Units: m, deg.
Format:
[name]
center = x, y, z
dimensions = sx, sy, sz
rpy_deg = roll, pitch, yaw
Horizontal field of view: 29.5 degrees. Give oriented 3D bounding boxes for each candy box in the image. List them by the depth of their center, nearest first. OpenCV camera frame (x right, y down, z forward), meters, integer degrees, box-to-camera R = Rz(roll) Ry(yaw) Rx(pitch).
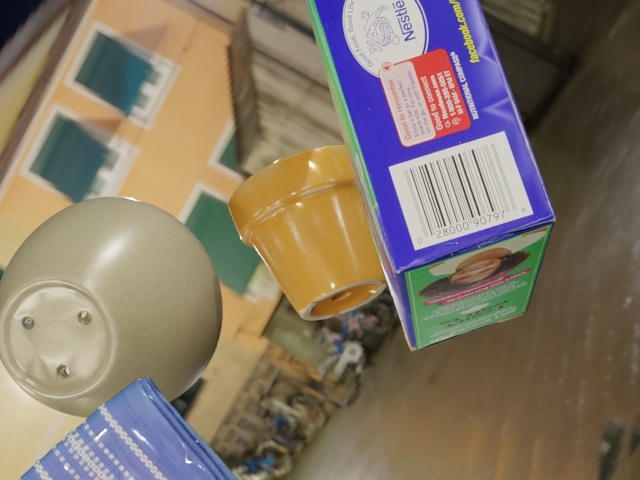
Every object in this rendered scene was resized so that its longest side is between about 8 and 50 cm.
[candy box]
center = 0.081, -0.078, 0.960
dimensions = 0.317, 0.122, 0.268
rpy_deg = 61, -168, -74

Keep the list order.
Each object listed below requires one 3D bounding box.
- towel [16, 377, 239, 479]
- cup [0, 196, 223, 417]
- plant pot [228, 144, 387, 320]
[towel]
center = -0.194, 0.306, 1.005
dimensions = 0.336, 0.243, 0.040
rpy_deg = -41, -4, -2
[cup]
center = -0.327, 0.115, 1.713
dimensions = 0.331, 0.331, 0.237
rpy_deg = -61, -5, 12
[plant pot]
center = 0.000, 0.000, 1.683
dimensions = 0.205, 0.188, 0.205
rpy_deg = -20, -19, -7
